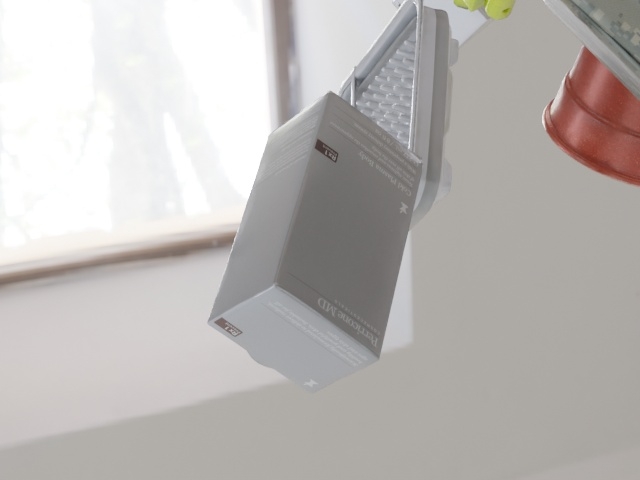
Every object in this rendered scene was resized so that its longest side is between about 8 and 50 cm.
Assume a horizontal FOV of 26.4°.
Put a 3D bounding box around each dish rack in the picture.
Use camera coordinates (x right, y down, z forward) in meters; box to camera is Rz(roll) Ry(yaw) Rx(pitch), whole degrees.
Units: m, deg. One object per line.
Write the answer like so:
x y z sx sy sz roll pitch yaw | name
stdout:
0.084 -0.110 1.639 0.072 0.286 0.333 11 158 -14 | dish rack

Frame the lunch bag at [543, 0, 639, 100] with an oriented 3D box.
0.359 -0.214 1.132 0.256 0.305 0.212 -46 -179 9 | lunch bag

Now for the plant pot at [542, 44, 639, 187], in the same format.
0.472 -0.250 1.874 0.272 0.265 0.272 9 -147 -6 | plant pot

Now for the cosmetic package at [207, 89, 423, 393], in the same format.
0.000 0.000 1.215 0.107 0.127 0.238 -33 -147 40 | cosmetic package

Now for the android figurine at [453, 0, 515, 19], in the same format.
0.200 -0.431 1.924 0.056 0.248 0.273 -28 168 -7 | android figurine

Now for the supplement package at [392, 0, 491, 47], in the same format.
0.259 -0.431 2.273 0.244 0.134 0.139 -42 -179 -38 | supplement package
